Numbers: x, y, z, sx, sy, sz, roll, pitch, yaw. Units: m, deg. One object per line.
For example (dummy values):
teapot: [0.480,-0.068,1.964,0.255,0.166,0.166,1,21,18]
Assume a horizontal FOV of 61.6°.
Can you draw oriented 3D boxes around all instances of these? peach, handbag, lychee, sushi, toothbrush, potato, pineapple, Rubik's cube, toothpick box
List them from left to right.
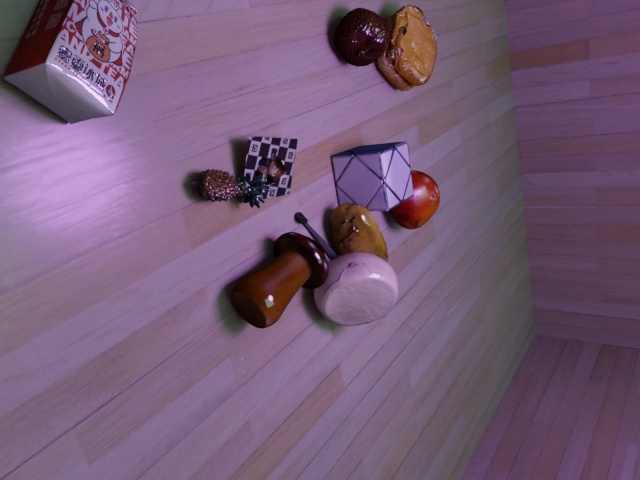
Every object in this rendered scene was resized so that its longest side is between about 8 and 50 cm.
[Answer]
handbag: [-0.471,-0.400,1.070,0.171,0.151,0.298,40,54,-51]
pineapple: [-0.240,-0.136,1.415,0.221,0.083,0.103,2,122,-41]
sushi: [-0.160,-0.214,1.564,0.210,0.040,0.193,-14,120,-51]
toothpick box: [-0.109,0.109,1.541,0.294,0.192,0.192,-44,126,-35]
toothbrush: [0.000,0.000,1.801,0.030,0.030,0.297,-47,134,-7]
potato: [0.134,-0.002,1.865,0.140,0.172,0.300,-88,155,-45]
lychee: [0.136,-0.691,1.822,0.194,0.194,0.195,-5,96,-53]
Rubik's cube: [0.186,-0.225,1.887,0.205,0.205,0.207,-27,114,-49]
peach: [0.360,-0.161,2.126,0.243,0.199,0.244,-23,121,-43]

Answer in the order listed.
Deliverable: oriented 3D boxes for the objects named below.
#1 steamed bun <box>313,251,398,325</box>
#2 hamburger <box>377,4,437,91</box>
steamed bun: [0.114,0.147,1.786,0.283,0.283,0.177,53,18,-40]
hamburger: [0.336,-0.753,2.090,0.318,0.158,0.319,-6,97,-52]
